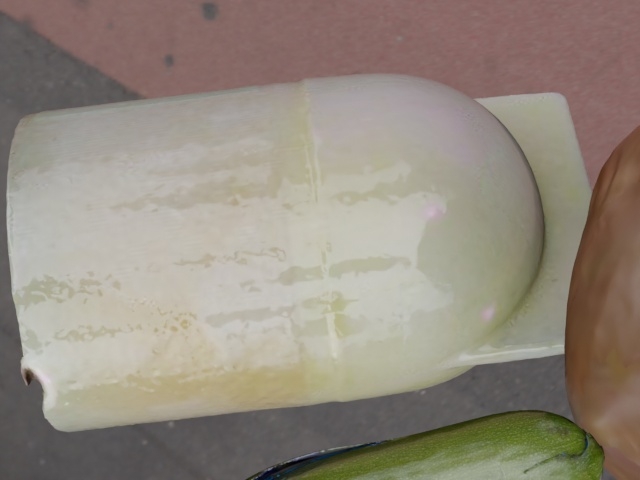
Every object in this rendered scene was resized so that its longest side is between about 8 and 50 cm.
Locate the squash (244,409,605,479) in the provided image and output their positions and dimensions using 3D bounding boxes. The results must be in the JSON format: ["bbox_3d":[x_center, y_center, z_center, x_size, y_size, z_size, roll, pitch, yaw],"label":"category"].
[{"bbox_3d":[0.032,0.109,0.538,0.183,0.052,0.052,-13,95,3],"label":"squash"}]

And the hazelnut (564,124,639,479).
[{"bbox_3d":[0.307,0.036,0.640,0.372,0.372,0.315,-39,73,34],"label":"hazelnut"}]

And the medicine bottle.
[{"bbox_3d":[0.000,0.000,0.903,0.406,0.236,0.236,-6,99,-1],"label":"medicine bottle"}]
